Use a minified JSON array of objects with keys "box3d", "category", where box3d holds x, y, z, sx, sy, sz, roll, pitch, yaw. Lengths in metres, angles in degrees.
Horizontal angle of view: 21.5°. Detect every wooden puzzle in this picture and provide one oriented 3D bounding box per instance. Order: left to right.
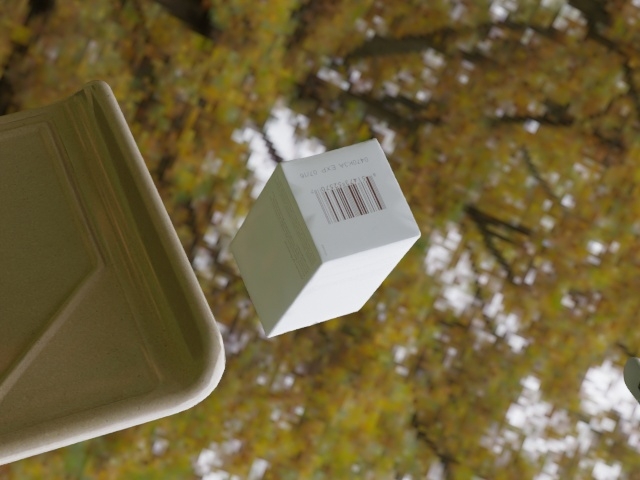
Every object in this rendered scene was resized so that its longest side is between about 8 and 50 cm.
[{"box3d":[-0.184,0.031,0.780,0.044,0.239,0.221,81,-14,-45],"category":"wooden puzzle"}]

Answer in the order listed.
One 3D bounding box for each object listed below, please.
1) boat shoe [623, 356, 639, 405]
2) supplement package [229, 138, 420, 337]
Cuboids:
[{"box3d":[0.274,0.129,1.335,0.100,0.035,0.035,-113,-146,-56],"category":"boat shoe"},{"box3d":[0.000,0.000,1.545,0.105,0.105,0.179,66,-27,17],"category":"supplement package"}]
